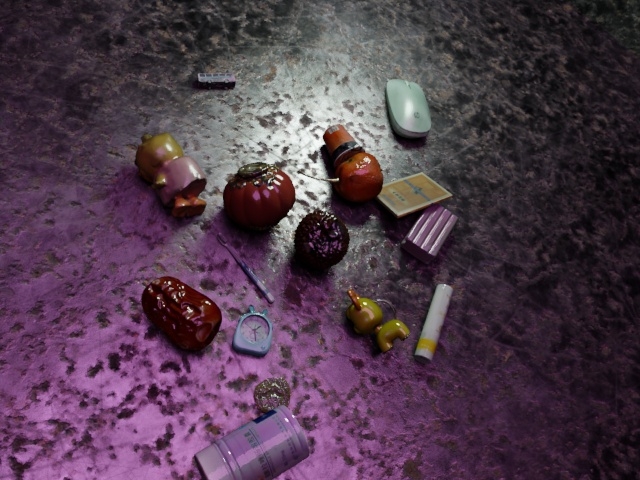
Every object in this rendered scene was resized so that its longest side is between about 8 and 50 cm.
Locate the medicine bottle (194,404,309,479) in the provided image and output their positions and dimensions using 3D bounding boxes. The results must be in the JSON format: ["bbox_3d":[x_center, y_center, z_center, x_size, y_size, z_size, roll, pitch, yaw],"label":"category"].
[{"bbox_3d":[-0.172,0.542,1.358,0.254,0.152,0.152,-23,73,-25],"label":"medicine bottle"}]

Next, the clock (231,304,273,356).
[{"bbox_3d":[-0.190,0.254,1.554,0.108,0.045,0.147,16,61,-9],"label":"clock"}]

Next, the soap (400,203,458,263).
[{"bbox_3d":[0.373,-0.030,1.841,0.122,0.065,0.203,36,61,5],"label":"soap"}]

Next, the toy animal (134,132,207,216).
[{"bbox_3d":[-0.461,-0.212,1.638,0.281,0.169,0.195,45,19,14],"label":"toy animal"}]

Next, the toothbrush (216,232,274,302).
[{"bbox_3d":[-0.228,0.080,1.639,0.019,0.025,0.275,-35,78,-28],"label":"toothbrush"}]

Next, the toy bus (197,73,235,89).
[{"bbox_3d":[-0.368,-0.565,1.907,0.131,0.037,0.052,-6,62,-17],"label":"toy bus"}]

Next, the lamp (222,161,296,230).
[{"bbox_3d":[-0.187,-0.130,1.658,0.227,0.227,0.226,6,63,-13],"label":"lamp"}]

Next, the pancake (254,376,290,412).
[{"bbox_3d":[-0.134,0.430,1.500,0.108,0.017,0.108,6,61,-11],"label":"pancake"}]

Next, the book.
[{"bbox_3d":[0.313,-0.163,1.876,0.242,0.018,0.170,-21,45,-24],"label":"book"}]

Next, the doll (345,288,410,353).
[{"bbox_3d":[0.157,0.231,1.620,0.135,0.143,0.221,-42,81,6],"label":"doll"}]

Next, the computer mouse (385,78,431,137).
[{"bbox_3d":[0.338,-0.514,2.051,0.160,0.097,0.288,3,65,-12],"label":"computer mouse"}]

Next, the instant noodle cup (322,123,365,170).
[{"bbox_3d":[0.073,-0.328,1.877,0.127,0.127,0.135,-17,63,-23],"label":"instant noodle cup"}]

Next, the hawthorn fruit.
[{"bbox_3d":[0.071,-0.203,1.792,0.286,0.165,0.165,-8,68,-18],"label":"hawthorn fruit"}]

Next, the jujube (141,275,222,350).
[{"bbox_3d":[-0.380,0.196,1.475,0.230,0.155,0.155,37,60,15],"label":"jujube"}]

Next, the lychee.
[{"bbox_3d":[0.000,0.000,1.659,0.188,0.188,0.187,6,63,-13],"label":"lychee"}]

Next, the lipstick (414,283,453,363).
[{"bbox_3d":[0.360,0.259,1.701,0.059,0.059,0.263,27,61,-2],"label":"lipstick"}]
